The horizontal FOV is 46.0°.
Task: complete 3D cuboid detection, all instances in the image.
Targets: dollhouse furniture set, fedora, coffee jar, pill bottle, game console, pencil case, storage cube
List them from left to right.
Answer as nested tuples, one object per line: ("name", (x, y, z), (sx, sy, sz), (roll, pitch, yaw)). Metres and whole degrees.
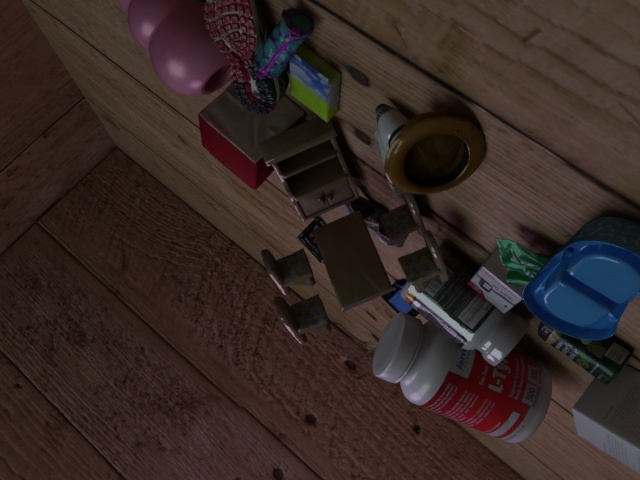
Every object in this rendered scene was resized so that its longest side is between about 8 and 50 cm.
("storage cube", (-0.170, -0.272, 1.841), (0.215, 0.183, 0.193), (42, 165, 5))
("pencil case", (-0.072, -0.371, 1.422), (0.064, 0.070, 0.152), (32, 145, -12))
("dollhouse furniture set", (0.031, -0.042, 1.672), (0.256, 0.362, 0.394), (60, -172, -54))
("game console", (0.258, 0.182, 2.260), (0.122, 0.107, 0.071), (44, -166, -5))
("fedora", (0.194, -0.164, 1.323), (0.194, 0.194, 0.079), (61, -166, -52))
("pill bottle", (0.350, 0.334, 1.892), (0.408, 0.229, 0.229), (24, 168, -10))
("pill bottle", (0.338, 0.155, 1.765), (0.278, 0.162, 0.162), (40, 166, 10))
("coffee jar", (0.540, 0.211, 1.558), (0.184, 0.079, 0.096), (38, 165, 21))

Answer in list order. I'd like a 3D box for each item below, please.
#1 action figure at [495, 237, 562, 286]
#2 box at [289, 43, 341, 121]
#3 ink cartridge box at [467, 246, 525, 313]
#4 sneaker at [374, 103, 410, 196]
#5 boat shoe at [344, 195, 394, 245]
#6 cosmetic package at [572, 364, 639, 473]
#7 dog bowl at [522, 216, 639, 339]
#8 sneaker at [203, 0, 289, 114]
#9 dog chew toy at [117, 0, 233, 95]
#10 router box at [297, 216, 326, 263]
("action figure", (0.446, 0.056, 1.396), (0.232, 0.063, 0.137), (16, 149, 47))
("box", (-0.013, -0.326, 1.547), (0.109, 0.042, 0.178), (40, 165, 11))
("ink cartridge box", (0.392, 0.087, 1.627), (0.109, 0.063, 0.150), (40, 166, 11))
("sneaker", (0.155, -0.176, 1.491), (0.095, 0.090, 0.235), (50, 167, 27))
("boat shoe", (0.142, -0.056, 1.898), (0.183, 0.066, 0.066), (37, 164, -20))
("cosmetic package", (0.653, 0.374, 1.583), (0.184, 0.151, 0.151), (31, 161, 37))
("dog bowl", (0.455, 0.063, 1.246), (0.166, 0.074, 0.297), (32, 153, 6))
("sneaker", (-0.147, -0.410, 1.548), (0.121, 0.112, 0.299), (11, 138, 26))
("dog chew toy", (-0.324, -0.478, 1.650), (0.332, 0.207, 0.206), (49, 166, 5))
("router box", (0.000, 0.000, 2.367), (0.122, 0.092, 0.038), (48, 165, -23))
